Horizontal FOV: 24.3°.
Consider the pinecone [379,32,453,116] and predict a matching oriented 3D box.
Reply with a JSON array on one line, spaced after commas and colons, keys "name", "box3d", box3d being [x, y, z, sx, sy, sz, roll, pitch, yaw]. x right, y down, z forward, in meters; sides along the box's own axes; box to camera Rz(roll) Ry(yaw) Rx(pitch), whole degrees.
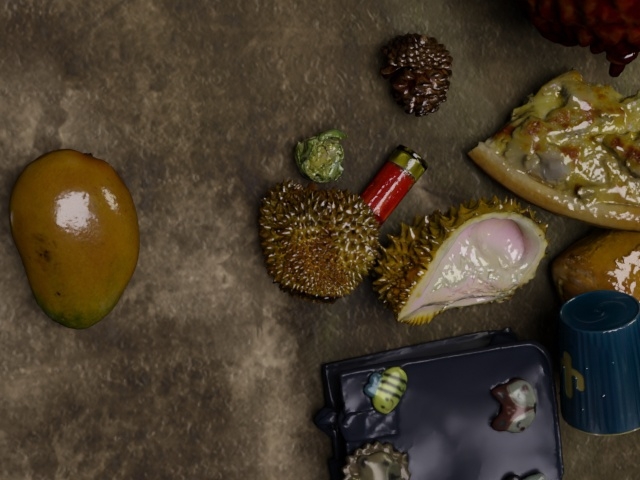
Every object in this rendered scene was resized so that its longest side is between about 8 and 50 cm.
[{"name": "pinecone", "box3d": [0.130, -0.218, 1.959, 0.102, 0.102, 0.109, -27, 110, -16]}]

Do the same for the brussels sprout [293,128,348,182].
[{"name": "brussels sprout", "box3d": [0.000, -0.109, 1.943, 0.085, 0.058, 0.085, -15, 118, -31]}]

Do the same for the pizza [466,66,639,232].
[{"name": "pizza", "box3d": [0.373, -0.131, 2.004, 0.323, 0.089, 0.223, 18, 72, 8]}]

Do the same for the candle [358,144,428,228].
[{"name": "candle", "box3d": [0.086, -0.064, 1.979, 0.052, 0.052, 0.130, 40, 81, -17]}]

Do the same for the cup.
[{"name": "cup", "box3d": [0.364, 0.150, 1.971, 0.131, 0.176, 0.155, -22, 120, -21]}]

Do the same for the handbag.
[{"name": "handbag", "box3d": [0.162, 0.292, 1.993, 0.329, 0.122, 0.303, -9, 97, -18]}]

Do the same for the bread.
[{"name": "bread", "box3d": [0.525, 0.086, 2.092, 0.337, 0.148, 0.328, -30, 102, -14]}]

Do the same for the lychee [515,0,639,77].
[{"name": "lychee", "box3d": [0.407, -0.421, 1.893, 0.425, 0.424, 0.500, -22, 128, -17]}]

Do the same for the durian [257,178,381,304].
[{"name": "durian", "box3d": [0.000, 0.000, 1.906, 0.158, 0.137, 0.168, -8, 87, 21]}]

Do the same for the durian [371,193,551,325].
[{"name": "durian", "box3d": [0.181, 0.015, 1.965, 0.250, 0.138, 0.183, -9, 115, -24]}]

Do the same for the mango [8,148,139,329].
[{"name": "mango", "box3d": [-0.294, -0.004, 1.812, 0.152, 0.120, 0.221, -20, 107, -14]}]
